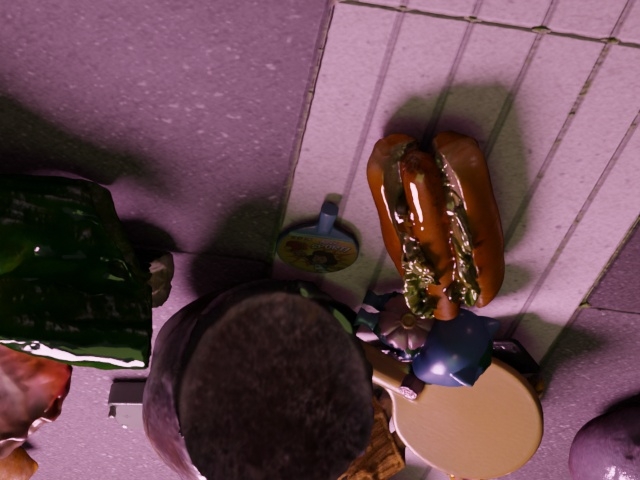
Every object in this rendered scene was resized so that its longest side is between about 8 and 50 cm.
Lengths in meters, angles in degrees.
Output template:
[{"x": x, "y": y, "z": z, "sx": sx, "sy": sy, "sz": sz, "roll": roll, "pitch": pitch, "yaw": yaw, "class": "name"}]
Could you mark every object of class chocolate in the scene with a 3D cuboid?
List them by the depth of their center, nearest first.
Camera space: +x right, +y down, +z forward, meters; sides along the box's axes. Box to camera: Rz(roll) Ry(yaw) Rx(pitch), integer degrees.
[{"x": -0.105, "y": 0.198, "z": 1.720, "sx": 0.303, "sy": 0.303, "sz": 0.213, "roll": 27, "pitch": 162, "yaw": -32, "class": "chocolate"}]

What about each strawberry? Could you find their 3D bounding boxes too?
[{"x": -0.485, "y": 0.136, "z": 1.749, "sx": 0.336, "sy": 0.265, "sz": 0.149, "roll": 57, "pitch": 167, "yaw": -28, "class": "strawberry"}]

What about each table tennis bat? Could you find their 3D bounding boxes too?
[{"x": 0.000, "y": 0.000, "z": 1.604, "sx": 0.100, "sy": 0.019, "sz": 0.155, "roll": 9, "pitch": 150, "yaw": -6, "class": "table tennis bat"}, {"x": 0.146, "y": 0.207, "z": 1.798, "sx": 0.321, "sy": 0.050, "sz": 0.198, "roll": 29, "pitch": 122, "yaw": -1, "class": "table tennis bat"}]

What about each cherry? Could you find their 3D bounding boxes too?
[{"x": 0.475, "y": 0.325, "z": 1.913, "sx": 0.266, "sy": 0.183, "sz": 0.213, "roll": 1, "pitch": 137, "yaw": 31, "class": "cherry"}]

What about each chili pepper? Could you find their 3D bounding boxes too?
[{"x": -0.353, "y": 0.031, "z": 1.517, "sx": 0.385, "sy": 0.167, "sz": 0.213, "roll": 20, "pitch": 124, "yaw": -12, "class": "chili pepper"}]

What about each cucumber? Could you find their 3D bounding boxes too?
[{"x": -0.304, "y": 0.041, "z": 1.658, "sx": 0.241, "sy": 0.074, "sz": 0.074, "roll": 4, "pitch": 149, "yaw": 6, "class": "cucumber"}]

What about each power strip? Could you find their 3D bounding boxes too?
[{"x": -0.199, "y": 0.266, "z": 2.026, "sx": 0.215, "sy": 0.061, "sz": 0.145, "roll": -1, "pitch": 147, "yaw": 10, "class": "power strip"}]

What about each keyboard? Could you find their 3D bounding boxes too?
[{"x": 0.201, "y": 0.153, "z": 1.805, "sx": 0.381, "sy": 0.041, "sz": 0.103, "roll": -12, "pitch": 145, "yaw": 26, "class": "keyboard"}]

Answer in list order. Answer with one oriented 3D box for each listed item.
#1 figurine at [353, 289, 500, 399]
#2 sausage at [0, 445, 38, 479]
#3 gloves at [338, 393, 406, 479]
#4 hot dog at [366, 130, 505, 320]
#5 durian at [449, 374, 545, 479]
[{"x": 0.128, "y": 0.125, "z": 1.703, "sx": 0.178, "sy": 0.114, "sz": 0.144, "roll": 24, "pitch": 143, "yaw": 1, "class": "figurine"}, {"x": -0.616, "y": 0.286, "z": 2.059, "sx": 0.136, "sy": 0.123, "sz": 0.501, "roll": -34, "pitch": 140, "yaw": 5, "class": "sausage"}, {"x": -0.030, "y": 0.336, "z": 1.988, "sx": 0.356, "sy": 0.155, "sz": 0.203, "roll": -22, "pitch": 168, "yaw": 3, "class": "gloves"}, {"x": 0.136, "y": -0.001, "z": 1.505, "sx": 0.135, "sy": 0.100, "sz": 0.337, "roll": -3, "pitch": 147, "yaw": 11, "class": "hot dog"}, {"x": 0.238, "y": 0.263, "z": 1.894, "sx": 0.165, "sy": 0.132, "sz": 0.182, "roll": -12, "pitch": 128, "yaw": -3, "class": "durian"}]
